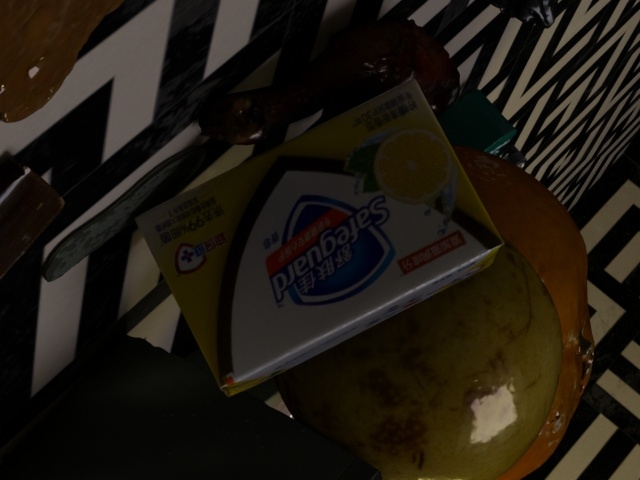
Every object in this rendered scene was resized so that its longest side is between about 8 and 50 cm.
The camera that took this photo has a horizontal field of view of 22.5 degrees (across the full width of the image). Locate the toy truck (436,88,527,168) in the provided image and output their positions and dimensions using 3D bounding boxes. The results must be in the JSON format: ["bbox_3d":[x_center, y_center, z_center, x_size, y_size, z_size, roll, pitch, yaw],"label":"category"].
[{"bbox_3d":[0.175,-0.087,2.101,0.124,0.114,0.253,-24,155,-35],"label":"toy truck"}]

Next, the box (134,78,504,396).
[{"bbox_3d":[0.000,0.000,1.341,0.265,0.168,0.097,-25,168,-3],"label":"box"}]

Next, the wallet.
[{"bbox_3d":[-0.245,0.023,1.067,0.176,0.026,0.095,-50,163,-5],"label":"wallet"}]

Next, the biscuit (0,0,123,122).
[{"bbox_3d":[-0.137,-0.169,0.824,0.202,0.044,0.288,-37,164,-47],"label":"biscuit"}]

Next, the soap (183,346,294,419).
[{"bbox_3d":[-0.106,0.196,1.926,0.193,0.109,0.324,-55,167,17],"label":"soap"}]

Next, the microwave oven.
[{"bbox_3d":[-0.111,0.352,1.591,0.236,0.374,0.432,-49,148,-28],"label":"microwave oven"}]

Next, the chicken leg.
[{"bbox_3d":[0.028,-0.139,1.439,0.158,0.096,0.407,-38,171,24],"label":"chicken leg"}]

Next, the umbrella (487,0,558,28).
[{"bbox_3d":[0.273,-0.363,1.562,0.336,0.128,0.154,-57,165,19],"label":"umbrella"}]

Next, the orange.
[{"bbox_3d":[0.147,0.098,1.838,0.424,0.326,0.424,14,90,-72],"label":"orange"}]

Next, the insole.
[{"bbox_3d":[-0.155,-0.024,1.298,0.193,0.006,0.065,-40,165,-38],"label":"insole"}]

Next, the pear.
[{"bbox_3d":[0.092,0.105,1.505,0.281,0.281,0.281,-47,168,-13],"label":"pear"}]
